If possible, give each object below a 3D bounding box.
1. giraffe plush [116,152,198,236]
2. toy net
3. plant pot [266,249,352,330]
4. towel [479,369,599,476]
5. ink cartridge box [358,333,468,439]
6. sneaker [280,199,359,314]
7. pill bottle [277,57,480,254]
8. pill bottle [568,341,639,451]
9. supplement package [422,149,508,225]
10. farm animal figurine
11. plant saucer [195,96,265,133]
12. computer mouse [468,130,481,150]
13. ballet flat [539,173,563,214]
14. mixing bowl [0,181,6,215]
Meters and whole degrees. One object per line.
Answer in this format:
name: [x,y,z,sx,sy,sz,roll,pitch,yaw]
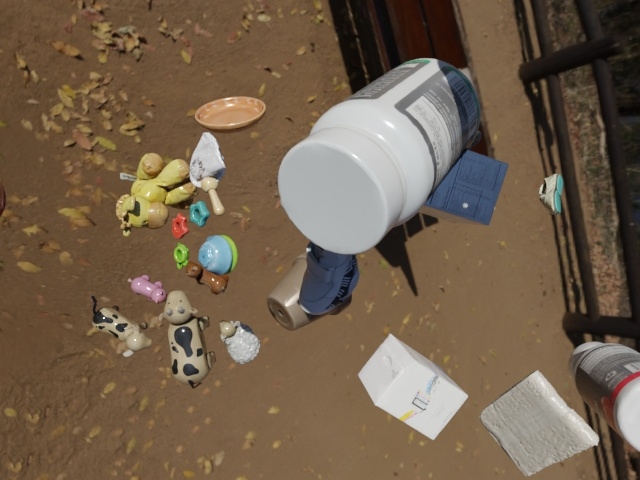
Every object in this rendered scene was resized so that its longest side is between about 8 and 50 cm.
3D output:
giraffe plush: [-0.428,-0.100,1.120,0.181,0.211,0.170,83,9,-46]
toy net: [-0.191,-0.059,0.746,0.045,0.122,0.232,-7,105,-53]
plant pot: [-0.056,0.195,1.579,0.229,0.263,0.262,-36,110,-32]
towel: [0.514,0.449,1.089,0.049,0.282,0.187,-22,60,-30]
ink cartridge box: [0.264,0.424,1.316,0.233,0.171,0.168,37,93,-19]
sneaker: [0.000,0.000,0.942,0.210,0.137,0.365,11,118,-40]
pill bottle: [0.104,-0.144,0.713,0.361,0.204,0.204,-44,114,-42]
pill bottle: [0.715,0.347,1.055,0.318,0.177,0.176,-29,111,-81]
supplement package: [0.287,-0.135,1.064,0.203,0.194,0.149,17,92,-6]
farm animal figurine: [-0.356,0.210,1.088,0.331,0.172,0.326,-27,88,-5]
plant saucer: [-0.253,-0.355,1.277,0.200,0.200,0.037,-39,141,-35]
computer mouse: [0.415,-0.282,1.407,0.242,0.071,0.041,-41,131,-18]
ballet flat: [0.603,-0.116,1.178,0.057,0.052,0.168,58,43,-21]
mixing bowl: [-0.567,-0.096,0.660,0.182,0.098,0.181,23,45,-25]
